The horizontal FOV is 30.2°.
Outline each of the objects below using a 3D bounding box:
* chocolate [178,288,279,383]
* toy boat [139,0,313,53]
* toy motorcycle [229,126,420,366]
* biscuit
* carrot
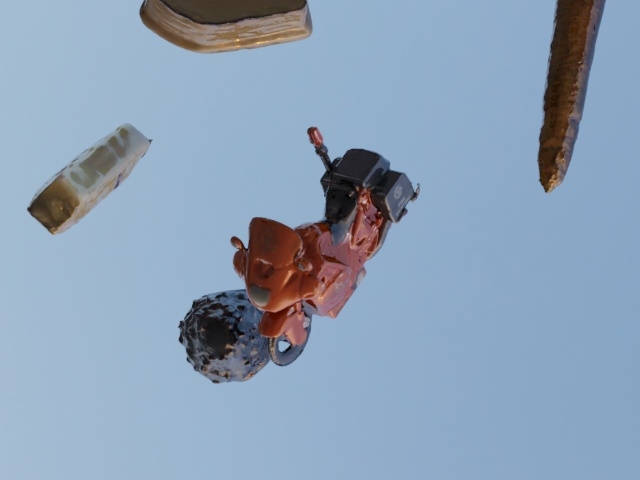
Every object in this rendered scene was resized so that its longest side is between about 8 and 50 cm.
[{"bbox_3d":[-0.133,0.136,1.741,0.133,0.156,0.156,124,-39,-78],"label":"chocolate"},{"bbox_3d":[-0.106,-0.269,1.298,0.061,0.188,0.116,104,-24,-72],"label":"toy boat"},{"bbox_3d":[0.000,0.000,1.612,0.147,0.221,0.326,18,-120,33],"label":"toy motorcycle"},{"bbox_3d":[-0.230,-0.068,1.207,0.052,0.188,0.056,46,-62,-8],"label":"biscuit"},{"bbox_3d":[0.311,-0.214,1.497,0.066,0.066,0.314,10,-91,48],"label":"carrot"}]
